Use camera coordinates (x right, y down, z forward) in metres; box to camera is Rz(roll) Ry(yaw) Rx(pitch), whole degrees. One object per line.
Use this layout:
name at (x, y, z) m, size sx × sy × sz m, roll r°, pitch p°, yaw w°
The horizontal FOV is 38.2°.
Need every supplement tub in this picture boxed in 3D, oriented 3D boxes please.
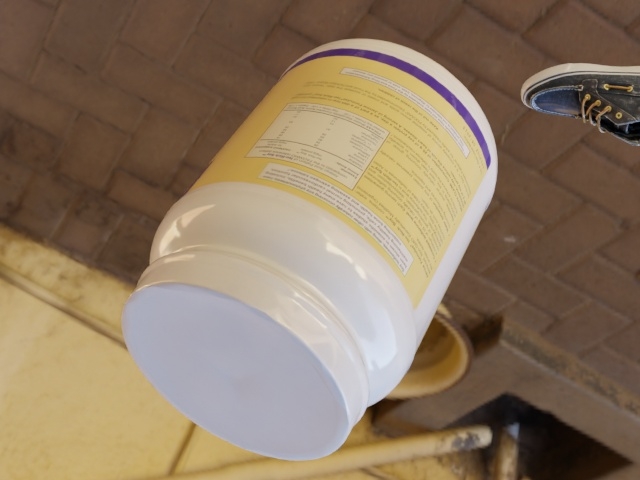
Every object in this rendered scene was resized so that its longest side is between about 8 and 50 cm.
supplement tub at (0.000, 0.000, 0.821) m, size 0.241 × 0.331 × 0.241 m, roll 18°, pitch 138°, yaw 17°

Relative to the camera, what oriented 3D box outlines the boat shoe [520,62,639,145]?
boat shoe at (0.324, -0.156, 1.067) m, size 0.183 × 0.083 × 0.065 m, roll -1°, pitch 145°, yaw 16°
